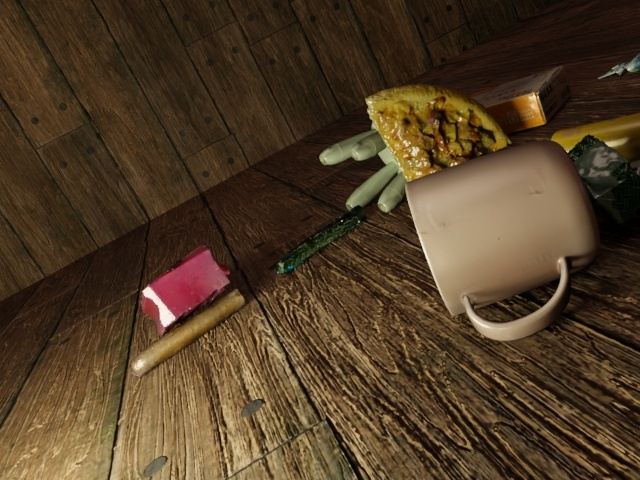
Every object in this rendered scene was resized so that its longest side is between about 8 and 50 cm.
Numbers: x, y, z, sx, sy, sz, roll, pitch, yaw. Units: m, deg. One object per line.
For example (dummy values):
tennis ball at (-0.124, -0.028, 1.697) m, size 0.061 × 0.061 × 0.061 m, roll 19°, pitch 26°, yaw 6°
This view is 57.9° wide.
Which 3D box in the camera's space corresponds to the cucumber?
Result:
cucumber at (0.000, -0.001, 1.318) m, size 0.256 × 0.043 × 0.044 m, roll -35°, pitch 13°, yaw -21°

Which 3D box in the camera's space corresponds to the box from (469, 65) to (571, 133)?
box at (0.485, -0.346, 1.514) m, size 0.273 × 0.091 × 0.221 m, roll -10°, pitch 23°, yaw 44°

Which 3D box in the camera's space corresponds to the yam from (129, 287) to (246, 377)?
yam at (-0.266, 0.185, 1.169) m, size 0.264 × 0.046 × 0.046 m, roll -35°, pitch 18°, yaw -22°

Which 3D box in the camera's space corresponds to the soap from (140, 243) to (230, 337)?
soap at (-0.285, 0.116, 1.192) m, size 0.162 × 0.099 × 0.250 m, roll -42°, pitch 0°, yaw -25°

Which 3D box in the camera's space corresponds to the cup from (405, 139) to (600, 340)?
cup at (0.241, 0.002, 0.740) m, size 0.200 × 0.191 × 0.253 m, roll -19°, pitch 48°, yaw 15°

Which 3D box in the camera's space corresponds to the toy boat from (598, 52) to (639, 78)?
toy boat at (0.787, -0.444, 1.468) m, size 0.105 × 0.034 × 0.149 m, roll -32°, pitch 5°, yaw -5°

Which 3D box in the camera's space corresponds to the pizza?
pizza at (0.265, -0.263, 1.293) m, size 0.257 × 0.268 × 0.087 m, roll -35°, pitch 9°, yaw -12°

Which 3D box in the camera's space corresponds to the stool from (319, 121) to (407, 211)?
stool at (0.142, -0.188, 1.410) m, size 0.198 × 0.195 × 0.195 m, roll -39°, pitch 20°, yaw -21°

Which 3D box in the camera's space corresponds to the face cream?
face cream at (0.522, -0.170, 0.950) m, size 0.078 × 0.078 × 0.273 m, roll -39°, pitch 20°, yaw -34°

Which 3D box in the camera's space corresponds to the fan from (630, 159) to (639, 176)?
fan at (0.510, -0.142, 0.814) m, size 0.223 × 0.012 × 0.294 m, roll -55°, pitch 9°, yaw 17°

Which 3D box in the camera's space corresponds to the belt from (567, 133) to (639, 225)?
belt at (0.387, -0.077, 0.802) m, size 0.079 × 0.121 × 0.151 m, roll -44°, pitch 11°, yaw 17°
